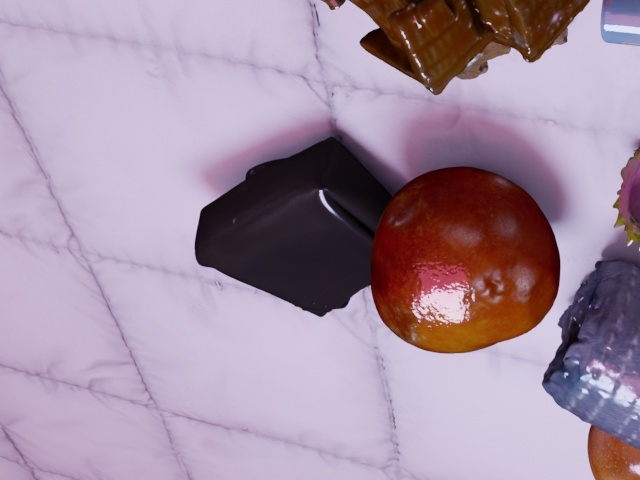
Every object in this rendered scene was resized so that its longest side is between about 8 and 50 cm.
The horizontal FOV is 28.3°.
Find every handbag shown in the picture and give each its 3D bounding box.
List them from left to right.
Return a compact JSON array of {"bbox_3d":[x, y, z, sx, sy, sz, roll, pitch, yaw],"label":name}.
[{"bbox_3d":[0.000,0.000,1.690,0.257,0.113,0.285,36,139,-28],"label":"handbag"}]

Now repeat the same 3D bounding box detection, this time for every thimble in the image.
[{"bbox_3d":[0.380,0.138,1.565,0.172,0.205,0.236,26,172,7],"label":"thimble"}]

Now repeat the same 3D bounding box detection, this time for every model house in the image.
[{"bbox_3d":[0.131,-0.250,1.165,0.229,0.199,0.219,38,171,-9],"label":"model house"}]

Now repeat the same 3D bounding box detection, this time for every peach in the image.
[{"bbox_3d":[0.163,0.024,1.517,0.244,0.199,0.243,-4,124,-6],"label":"peach"}]

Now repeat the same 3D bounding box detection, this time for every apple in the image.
[{"bbox_3d":[0.468,0.301,1.761,0.201,0.162,0.201,17,148,11],"label":"apple"}]

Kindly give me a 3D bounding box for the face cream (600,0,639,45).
[{"bbox_3d":[0.382,-0.209,1.178,0.229,0.075,0.075,10,144,21],"label":"face cream"}]

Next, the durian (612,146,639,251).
[{"bbox_3d":[0.424,-0.052,1.309,0.154,0.186,0.260,41,157,-13],"label":"durian"}]

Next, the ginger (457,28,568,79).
[{"bbox_3d":[0.172,-0.208,1.320,0.165,0.067,0.096,12,124,19],"label":"ginger"}]
